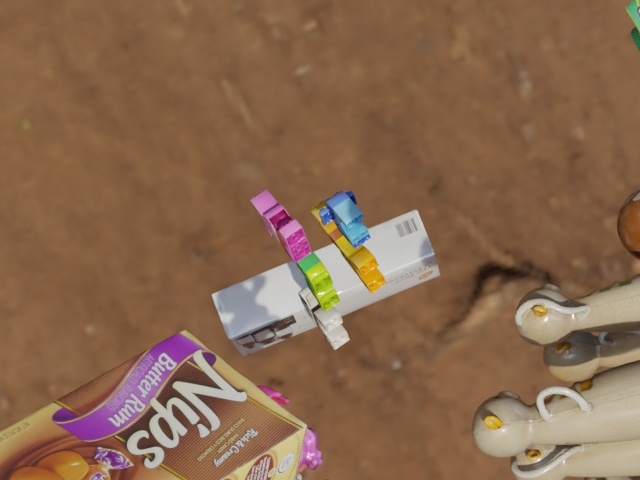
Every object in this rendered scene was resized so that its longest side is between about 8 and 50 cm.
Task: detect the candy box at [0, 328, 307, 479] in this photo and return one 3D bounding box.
[{"bbox_3d":[-0.110,0.133,1.160,0.109,0.053,0.186,36,45,28],"label":"candy box"}]

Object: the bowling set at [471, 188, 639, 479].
[{"bbox_3d":[0.193,0.074,1.341,0.287,0.154,0.200,51,30,-61],"label":"bowling set"}]

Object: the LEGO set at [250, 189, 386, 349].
[{"bbox_3d":[0.000,0.000,1.908,0.093,0.087,0.227,51,-10,31],"label":"LEGO set"}]

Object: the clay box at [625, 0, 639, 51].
[{"bbox_3d":[0.363,-0.203,1.748,0.053,0.222,0.127,-1,57,-47],"label":"clay box"}]

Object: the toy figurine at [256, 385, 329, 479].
[{"bbox_3d":[-0.039,0.191,1.512,0.130,0.173,0.159,-20,110,-55],"label":"toy figurine"}]

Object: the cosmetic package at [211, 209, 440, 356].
[{"bbox_3d":[0.009,0.049,2.161,0.099,0.239,0.060,62,5,-76],"label":"cosmetic package"}]
